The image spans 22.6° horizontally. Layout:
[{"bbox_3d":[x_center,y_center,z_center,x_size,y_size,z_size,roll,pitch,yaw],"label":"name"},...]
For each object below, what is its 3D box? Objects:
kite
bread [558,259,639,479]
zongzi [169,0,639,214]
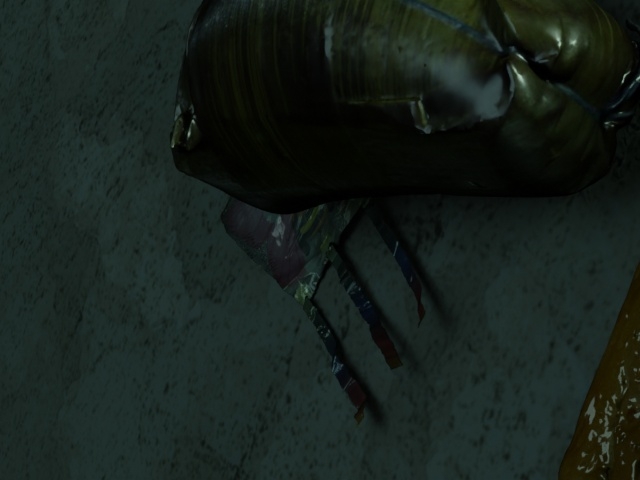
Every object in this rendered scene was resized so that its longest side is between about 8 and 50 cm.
[{"bbox_3d":[0.003,0.001,1.380,0.204,0.022,0.360,-56,36,27],"label":"kite"},{"bbox_3d":[0.237,0.054,0.984,0.139,0.077,0.271,27,101,58],"label":"bread"},{"bbox_3d":[0.093,-0.232,1.203,0.403,0.208,0.432,2,69,49],"label":"zongzi"}]
